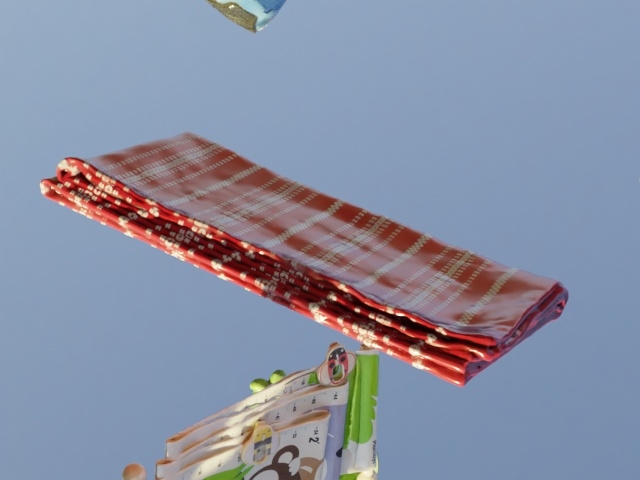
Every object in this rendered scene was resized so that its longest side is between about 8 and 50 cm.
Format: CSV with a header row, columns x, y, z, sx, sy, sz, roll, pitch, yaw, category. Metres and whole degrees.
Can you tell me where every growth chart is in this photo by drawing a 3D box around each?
x,y,z,sx,sy,sz,roll,pitch,yaw,category
-0.046,0.167,1.328,0.237,0.172,0.021,-29,-138,-30,growth chart

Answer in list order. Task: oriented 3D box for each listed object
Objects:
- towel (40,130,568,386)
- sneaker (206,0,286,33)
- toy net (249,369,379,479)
x,y,z,sx,sy,sz,roll,pitch,yaw,category
0.000,0.000,1.136,0.275,0.031,0.199,24,-164,16,towel
-0.014,-0.170,0.894,0.073,0.063,0.162,-18,-132,52,sneaker
-0.057,0.218,1.470,0.232,0.122,0.045,-57,178,3,toy net
